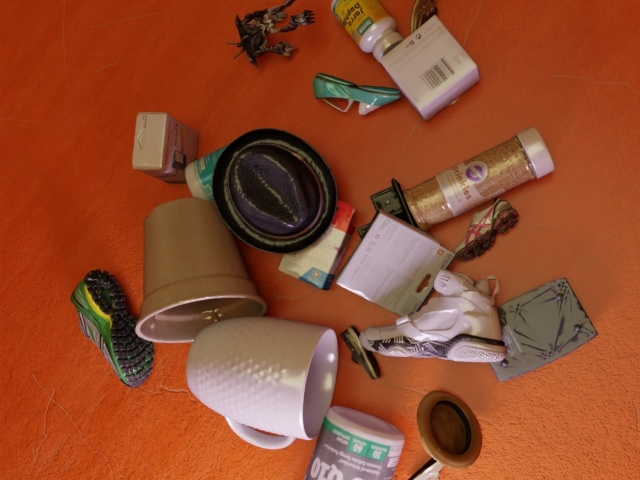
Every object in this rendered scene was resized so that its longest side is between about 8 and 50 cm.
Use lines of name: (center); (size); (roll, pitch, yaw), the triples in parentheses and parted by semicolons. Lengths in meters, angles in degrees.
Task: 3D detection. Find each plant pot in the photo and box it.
plant pot: (-0.330, 0.069, 1.871); (0.334, 0.334, 0.305); (-19, 67, 13)

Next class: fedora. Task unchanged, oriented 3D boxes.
fedora: (0.295, 0.462, 1.722); (0.194, 0.194, 0.079); (54, 138, 15)
fedora: (-0.121, -0.122, 1.774); (0.334, 0.152, 0.333); (0, 92, 4)

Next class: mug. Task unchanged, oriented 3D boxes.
mug: (-0.151, 0.368, 1.804); (0.328, 0.276, 0.373); (8, 118, 18)

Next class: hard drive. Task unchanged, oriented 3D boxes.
hard drive: (0.507, 0.214, 1.719); (0.255, 0.054, 0.171); (-30, 76, 12)

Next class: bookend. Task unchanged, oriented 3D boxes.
bookend: (0.156, -0.054, 1.846); (0.156, 0.072, 0.157); (-23, 77, 13)

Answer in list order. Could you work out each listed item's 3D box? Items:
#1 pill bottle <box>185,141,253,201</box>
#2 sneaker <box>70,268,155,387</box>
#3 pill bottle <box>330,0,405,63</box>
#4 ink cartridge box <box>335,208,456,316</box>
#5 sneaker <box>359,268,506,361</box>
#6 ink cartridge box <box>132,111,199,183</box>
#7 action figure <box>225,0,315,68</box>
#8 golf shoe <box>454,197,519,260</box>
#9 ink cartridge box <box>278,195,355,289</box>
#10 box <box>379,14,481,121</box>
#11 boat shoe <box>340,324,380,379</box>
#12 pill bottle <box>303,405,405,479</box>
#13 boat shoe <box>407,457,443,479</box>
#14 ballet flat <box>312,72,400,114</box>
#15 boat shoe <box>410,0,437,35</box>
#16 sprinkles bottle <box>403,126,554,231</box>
pill bottle: (-0.220, -0.193, 1.934); (0.264, 0.146, 0.146); (-25, 77, 13)
sneaker: (-0.585, 0.257, 2.016); (0.146, 0.134, 0.343); (-35, 78, 36)
pill bottle: (0.129, -0.572, 1.892); (0.118, 0.117, 0.208); (-37, 75, 9)
ink cartridge box: (0.186, 0.063, 1.789); (0.224, 0.045, 0.223); (29, 110, -9)
sneaker: (0.268, 0.181, 1.736); (0.366, 0.137, 0.210); (-1, 80, 31)
ink cartridge box: (-0.420, -0.249, 1.965); (0.093, 0.212, 0.154); (2, 84, 16)
action figure: (-0.129, -0.576, 1.964); (0.276, 0.141, 0.163); (-20, 86, 40)
golf shoe: (0.401, -0.026, 1.782); (0.186, 0.067, 0.086); (-42, 47, 8)
ink cartridge box: (0.000, 0.000, 1.882); (0.134, 0.078, 0.230); (24, 91, 17)
box: (0.281, -0.436, 1.830); (0.181, 0.119, 0.181); (-38, 74, 9)
boat shoe: (0.102, 0.292, 1.834); (0.049, 0.056, 0.152); (-35, 66, 15)
pill bottle: (0.056, 0.604, 1.728); (0.204, 0.204, 0.360); (18, 89, 18)
boat shoe: (0.269, 0.571, 1.754); (0.135, 0.050, 0.045); (-42, 86, 10)
ballet flat: (0.094, -0.381, 1.910); (0.248, 0.083, 0.087); (16, 112, 18)
boat shoe: (0.276, -0.606, 1.881); (0.060, 0.064, 0.177); (12, 84, 19)
sprinkles bottle: (0.386, -0.147, 1.764); (0.356, 0.121, 0.121); (-27, 77, 12)
